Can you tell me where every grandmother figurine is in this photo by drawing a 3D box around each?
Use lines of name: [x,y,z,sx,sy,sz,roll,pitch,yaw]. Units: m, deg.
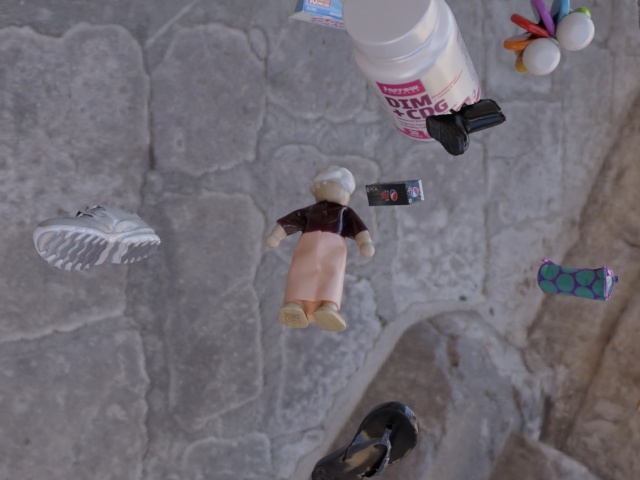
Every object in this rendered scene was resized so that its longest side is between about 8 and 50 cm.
grandmother figurine: [0.000,0.000,1.594,0.104,0.208,0.342,94,7,-57]

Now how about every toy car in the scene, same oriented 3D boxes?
toy car: [0.460,-0.435,1.739,0.136,0.182,0.159,50,15,-16]

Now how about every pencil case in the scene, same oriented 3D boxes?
pencil case: [0.518,0.080,1.718,0.064,0.152,0.070,-5,99,-49]

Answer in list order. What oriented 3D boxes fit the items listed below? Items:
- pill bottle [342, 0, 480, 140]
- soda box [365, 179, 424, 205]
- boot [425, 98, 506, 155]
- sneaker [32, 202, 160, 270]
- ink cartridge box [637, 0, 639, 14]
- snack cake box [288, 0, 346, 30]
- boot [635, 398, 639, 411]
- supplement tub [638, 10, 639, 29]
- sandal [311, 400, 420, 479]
pill bottle: [0.142,-0.283,1.304,0.283,0.160,0.160,44,64,-60]
soda box: [0.188,-0.120,2.159,0.053,0.169,0.060,-16,100,-31]
boot: [0.212,-0.161,1.186,0.099,0.121,0.045,-16,116,-9]
sneaker: [-0.439,-0.015,1.611,0.105,0.115,0.281,-45,158,20]
ink cartridge box: [0.493,-0.201,0.787,0.306,0.226,0.131,33,31,-12]
snack cake box: [0.084,-0.468,1.581,0.264,0.089,0.152,7,94,-21]
boot: [0.767,0.290,1.618,0.104,0.211,0.295,-23,149,-51]
supplement tub: [0.539,-0.241,1.049,0.316,0.194,0.193,-96,161,-53]
sandal: [0.078,0.366,1.431,0.097,0.254,0.054,37,31,-4]
